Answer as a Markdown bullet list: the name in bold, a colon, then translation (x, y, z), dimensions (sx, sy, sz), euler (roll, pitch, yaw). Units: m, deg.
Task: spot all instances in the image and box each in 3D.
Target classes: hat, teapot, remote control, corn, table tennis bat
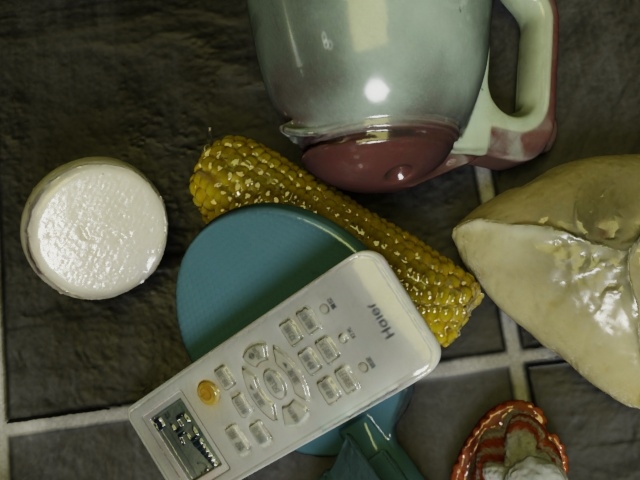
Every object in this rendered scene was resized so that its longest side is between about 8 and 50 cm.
- **hat**: translation (0.164, 0.190, 0.803), dimensions (0.093, 0.162, 0.112), euler (30, 86, 10)
- **teapot**: translation (0.083, -0.197, 0.899), dimensions (0.315, 0.233, 0.312), euler (0, 81, -22)
- **remote control**: translation (-0.037, 0.122, 0.837), dimensions (0.313, 0.055, 0.109), euler (-35, 85, 32)
- **corn**: translation (0.000, 0.000, 0.905), dimensions (0.310, 0.101, 0.101), euler (34, 83, 12)
- **table tennis bat**: translation (-0.001, 0.116, 0.866), dimensions (0.215, 0.044, 0.329), euler (-37, 89, 26)

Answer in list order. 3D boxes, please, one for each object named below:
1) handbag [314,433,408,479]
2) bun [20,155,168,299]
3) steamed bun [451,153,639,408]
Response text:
- **handbag**: translation (0.007, 0.289, 0.780), dimensions (0.062, 0.179, 0.229), euler (25, 100, -26)
- **bun**: translation (-0.218, -0.017, 0.940), dimensions (0.138, 0.094, 0.138), euler (-5, 106, -17)
- **steamed bun**: translation (0.256, 0.000, 0.866), dimensions (0.231, 0.110, 0.212), euler (39, 84, 12)
